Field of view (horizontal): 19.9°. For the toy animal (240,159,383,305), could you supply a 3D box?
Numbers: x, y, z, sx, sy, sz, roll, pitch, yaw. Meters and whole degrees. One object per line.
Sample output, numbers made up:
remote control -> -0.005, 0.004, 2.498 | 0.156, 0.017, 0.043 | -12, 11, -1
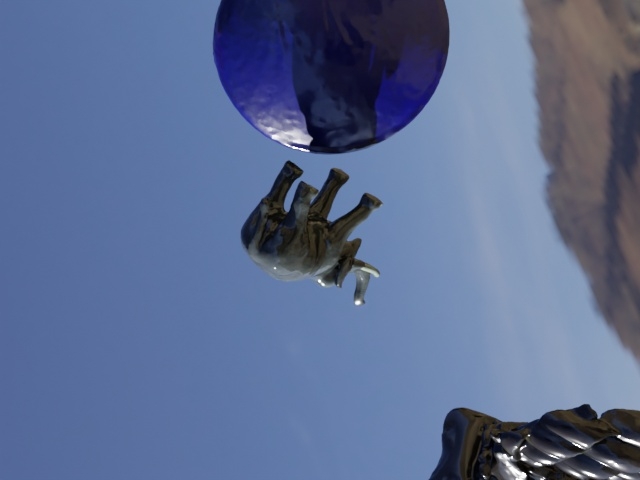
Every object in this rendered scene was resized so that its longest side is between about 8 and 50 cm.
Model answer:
toy animal -> 0.006, -0.008, 2.060 | 0.082, 0.137, 0.269 | 36, -171, 34

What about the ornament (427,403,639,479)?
ornament -> 0.251, 0.193, 1.486 | 0.251, 0.260, 0.106 | 30, -125, -22

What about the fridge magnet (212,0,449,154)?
fridge magnet -> 0.012, -0.224, 2.036 | 0.265, 0.265, 0.112 | 61, -173, -22
